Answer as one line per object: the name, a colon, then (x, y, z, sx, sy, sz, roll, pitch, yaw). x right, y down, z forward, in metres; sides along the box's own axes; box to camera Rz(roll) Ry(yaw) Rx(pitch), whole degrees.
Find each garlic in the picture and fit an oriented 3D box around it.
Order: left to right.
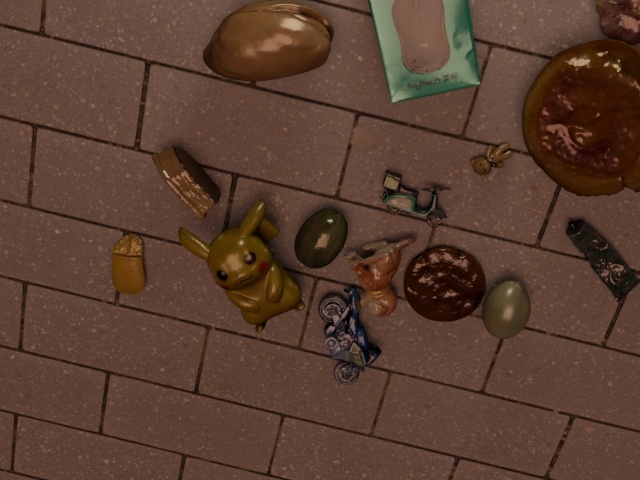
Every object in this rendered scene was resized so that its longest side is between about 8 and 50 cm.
garlic: (0.652, -0.478, 1.715, 0.159, 0.102, 0.147, 1, 116, 6)

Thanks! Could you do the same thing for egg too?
egg: (0.455, 0.169, 2.029, 0.114, 0.114, 0.152, 14, 116, 0)

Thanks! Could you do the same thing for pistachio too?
pistachio: (-0.117, -0.423, 1.795, 0.293, 0.162, 0.181, -10, 140, 11)

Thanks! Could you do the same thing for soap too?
soap: (-0.495, 0.063, 2.130, 0.089, 0.033, 0.168, 2, 114, 3)

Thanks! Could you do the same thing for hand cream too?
hand cream: (0.670, 0.043, 1.982, 0.075, 0.052, 0.248, -38, 106, 21)

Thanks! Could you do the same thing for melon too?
melon: (0.000, 0.000, 2.003, 0.114, 0.114, 0.167, 28, 112, -7)

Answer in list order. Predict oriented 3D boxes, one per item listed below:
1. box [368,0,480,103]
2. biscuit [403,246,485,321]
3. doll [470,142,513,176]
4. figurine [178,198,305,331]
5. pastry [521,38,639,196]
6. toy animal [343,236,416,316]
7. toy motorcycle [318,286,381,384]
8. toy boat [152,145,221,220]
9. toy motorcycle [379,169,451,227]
box: (0.216, -0.465, 1.761, 0.205, 0.118, 0.311, -11, 114, 9)
biscuit: (0.307, 0.113, 2.063, 0.212, 0.036, 0.212, 3, 116, 5)
doll: (0.395, -0.189, 1.920, 0.093, 0.051, 0.061, -39, 107, -10)
figurine: (-0.164, 0.063, 1.999, 0.218, 0.169, 0.326, -29, 132, 6)
pastry: (0.603, -0.255, 1.772, 0.356, 0.164, 0.356, 15, 125, 22)
toy animal: (0.171, 0.094, 2.039, 0.184, 0.104, 0.185, -18, 108, 4)
toy motorcycle: (0.078, 0.245, 2.123, 0.136, 0.092, 0.254, -13, 104, 2)
toy boat: (-0.315, -0.147, 1.969, 0.061, 0.116, 0.188, -36, 109, 15)
toy motorcycle: (0.224, -0.096, 1.965, 0.173, 0.058, 0.100, 19, 110, 0)
